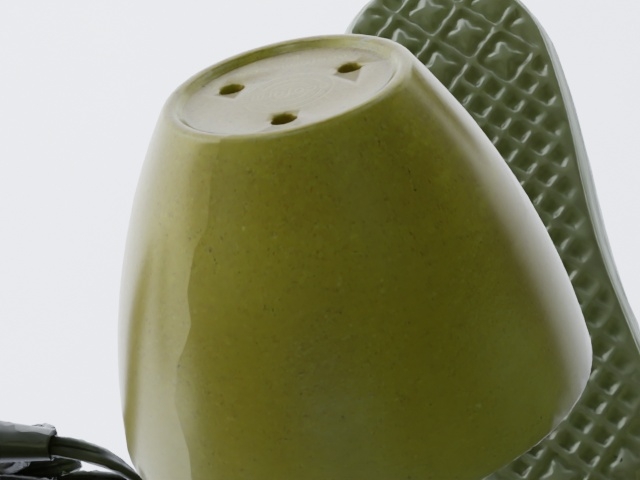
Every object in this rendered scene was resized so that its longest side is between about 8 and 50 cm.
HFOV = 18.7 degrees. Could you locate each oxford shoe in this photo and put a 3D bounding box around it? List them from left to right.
[{"bbox_3d":[0.088,0.087,0.972,0.169,0.130,0.449,-7,-109,-1],"label":"oxford shoe"}]

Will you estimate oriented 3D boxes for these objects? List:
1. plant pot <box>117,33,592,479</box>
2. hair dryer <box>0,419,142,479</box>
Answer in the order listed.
[{"bbox_3d":[0.000,0.000,0.532,0.134,0.134,0.095,-21,-64,-15],"label":"plant pot"},{"bbox_3d":[-0.204,0.060,0.707,0.294,0.223,0.080,21,-126,-21],"label":"hair dryer"}]
